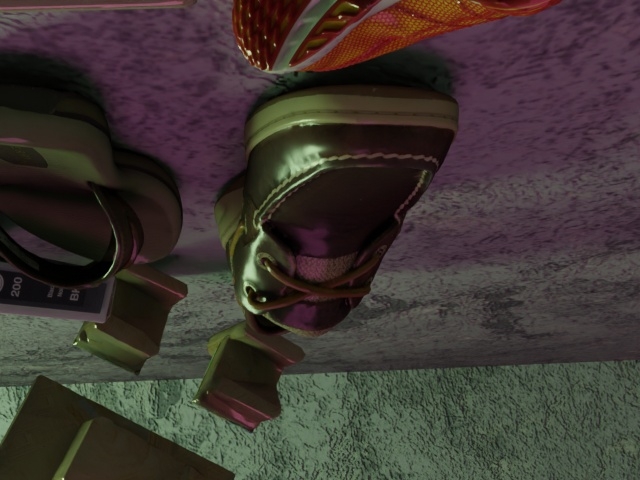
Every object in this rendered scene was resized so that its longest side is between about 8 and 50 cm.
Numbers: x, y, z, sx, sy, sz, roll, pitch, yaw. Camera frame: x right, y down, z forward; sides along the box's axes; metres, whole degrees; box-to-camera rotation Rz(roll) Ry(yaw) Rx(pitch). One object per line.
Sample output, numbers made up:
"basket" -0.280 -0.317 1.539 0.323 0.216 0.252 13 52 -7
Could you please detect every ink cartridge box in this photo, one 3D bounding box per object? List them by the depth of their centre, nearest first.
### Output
"ink cartridge box" -0.293 0.020 0.762 0.206 0.045 0.208 8 179 42

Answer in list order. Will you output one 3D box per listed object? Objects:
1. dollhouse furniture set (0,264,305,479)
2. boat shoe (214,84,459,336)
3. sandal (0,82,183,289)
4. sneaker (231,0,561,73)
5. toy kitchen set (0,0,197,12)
"dollhouse furniture set" -0.286 0.194 1.017 0.394 0.362 0.256 31 156 -15
"boat shoe" 0.000 0.000 0.673 0.123 0.123 0.342 1 167 -18
"sandal" -0.163 -0.016 0.646 0.120 0.086 0.303 -3 169 5
"sneaker" 0.044 -0.105 0.390 0.175 0.064 0.067 -6 -172 40
"toy kitchen set" -0.097 -0.123 0.243 0.122 0.166 0.207 -2 -156 -2
